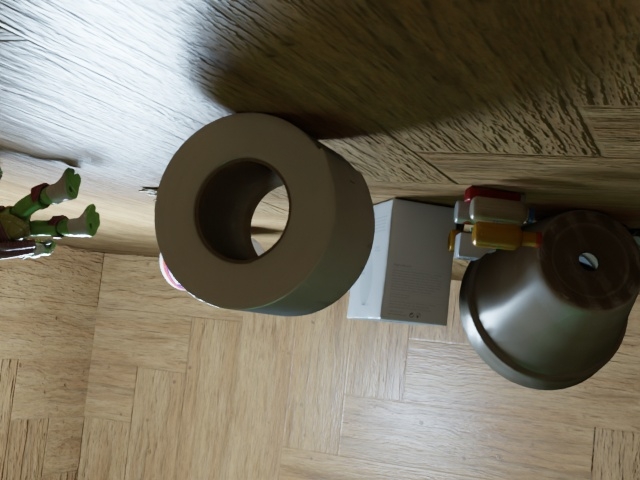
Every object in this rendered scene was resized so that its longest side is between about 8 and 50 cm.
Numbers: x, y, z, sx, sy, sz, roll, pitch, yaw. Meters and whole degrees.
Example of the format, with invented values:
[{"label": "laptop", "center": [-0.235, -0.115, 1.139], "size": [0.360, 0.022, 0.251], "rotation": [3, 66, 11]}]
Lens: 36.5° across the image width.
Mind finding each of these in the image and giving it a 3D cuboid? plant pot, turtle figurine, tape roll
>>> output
[{"label": "plant pot", "center": [0.440, 0.081, 1.758], "size": [0.323, 0.323, 0.280], "rotation": [6, 157, -5]}, {"label": "turtle figurine", "center": [-0.570, -0.065, 1.899], "size": [0.266, 0.198, 0.274], "rotation": [-11, -179, 14]}, {"label": "tape roll", "center": [-0.068, -0.027, 1.247], "size": [0.246, 0.246, 0.169], "rotation": [4, 174, 20]}]

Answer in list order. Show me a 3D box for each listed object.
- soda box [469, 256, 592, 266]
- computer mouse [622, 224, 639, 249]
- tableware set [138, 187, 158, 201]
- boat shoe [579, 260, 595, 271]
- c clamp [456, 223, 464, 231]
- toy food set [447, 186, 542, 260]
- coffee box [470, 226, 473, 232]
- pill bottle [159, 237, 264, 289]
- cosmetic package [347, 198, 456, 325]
[{"label": "soda box", "center": [0.480, 0.043, 2.154], "size": [0.286, 0.098, 0.091], "rotation": [2, 172, 31]}, {"label": "computer mouse", "center": [0.623, 0.004, 1.868], "size": [0.192, 0.042, 0.106], "rotation": [8, 173, -21]}, {"label": "tableware set", "center": [-0.300, -0.088, 2.059], "size": [0.141, 0.020, 0.168], "rotation": [5, 175, 9]}, {"label": "boat shoe", "center": [0.481, 0.067, 1.989], "size": [0.301, 0.102, 0.108], "rotation": [23, -136, 19]}, {"label": "c clamp", "center": [0.240, 0.012, 1.953], "size": [0.022, 0.161, 0.137], "rotation": [29, -158, -9]}, {"label": "toy food set", "center": [0.282, -0.024, 1.582], "size": [0.104, 0.111, 0.232], "rotation": [7, 172, -3]}, {"label": "coffee box", "center": [0.423, 0.001, 2.071], "size": [0.184, 0.041, 0.113], "rotation": [2, 172, 34]}, {"label": "pill bottle", "center": [-0.298, 0.054, 2.700], "size": [0.181, 0.182, 0.323], "rotation": [10, 173, -39]}, {"label": "cosmetic package", "center": [0.156, 0.047, 1.876], "size": [0.138, 0.225, 0.224], "rotation": [7, 175, -14]}]
